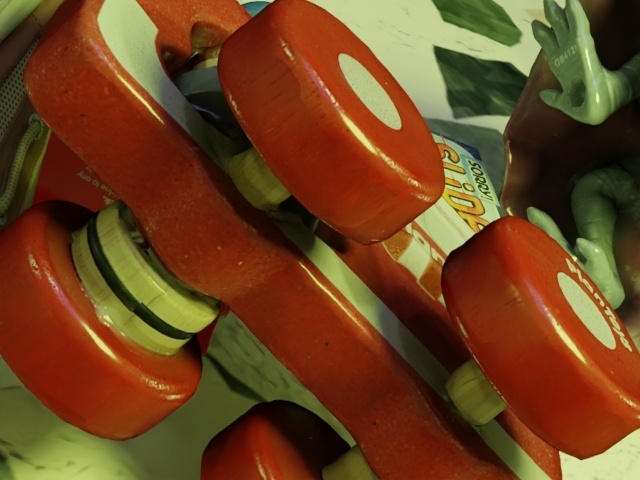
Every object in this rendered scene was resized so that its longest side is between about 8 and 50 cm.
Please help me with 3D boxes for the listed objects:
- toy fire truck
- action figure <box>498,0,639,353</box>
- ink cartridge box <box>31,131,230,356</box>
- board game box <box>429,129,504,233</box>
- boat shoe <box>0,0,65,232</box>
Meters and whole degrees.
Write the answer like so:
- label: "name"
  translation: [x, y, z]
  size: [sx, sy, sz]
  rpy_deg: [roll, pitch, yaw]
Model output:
- label: "toy fire truck"
  translation: [0.000, 0.000, 0.800]
  size: [0.302, 0.169, 0.254]
  rpy_deg: [45, 18, -16]
- label: "action figure"
  translation: [0.292, -0.056, 1.178]
  size: [0.370, 0.248, 0.276]
  rpy_deg: [3, 38, -39]
- label: "ink cartridge box"
  translation: [-0.080, -0.048, 0.958]
  size: [0.134, 0.078, 0.231]
  rpy_deg: [28, 27, -5]
- label: "board game box"
  translation: [0.047, -0.011, 1.077]
  size: [0.136, 0.035, 0.201]
  rpy_deg: [20, 29, -22]
- label: "boat shoe"
  translation: [-0.176, -0.041, 0.790]
  size: [0.123, 0.116, 0.324]
  rpy_deg: [-1, 34, 19]
